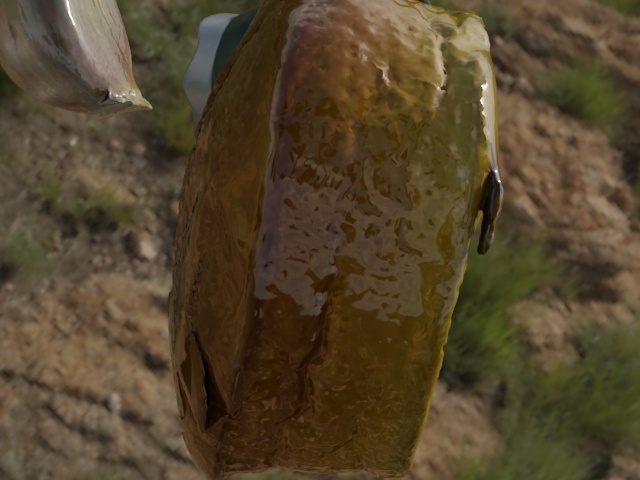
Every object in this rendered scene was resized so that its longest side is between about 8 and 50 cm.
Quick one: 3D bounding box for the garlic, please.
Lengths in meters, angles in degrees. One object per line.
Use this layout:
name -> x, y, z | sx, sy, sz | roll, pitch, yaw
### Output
garlic -> -0.262, -0.249, 1.394 | 0.148, 0.128, 0.266 | -10, 93, -82

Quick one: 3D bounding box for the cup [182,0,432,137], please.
cup -> -0.008, -0.122, 1.121 | 0.173, 0.299, 0.167 | 7, 39, 20

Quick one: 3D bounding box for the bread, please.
bread -> 0.000, 0.000, 0.694 | 0.143, 0.269, 0.195 | 8, 36, -2
